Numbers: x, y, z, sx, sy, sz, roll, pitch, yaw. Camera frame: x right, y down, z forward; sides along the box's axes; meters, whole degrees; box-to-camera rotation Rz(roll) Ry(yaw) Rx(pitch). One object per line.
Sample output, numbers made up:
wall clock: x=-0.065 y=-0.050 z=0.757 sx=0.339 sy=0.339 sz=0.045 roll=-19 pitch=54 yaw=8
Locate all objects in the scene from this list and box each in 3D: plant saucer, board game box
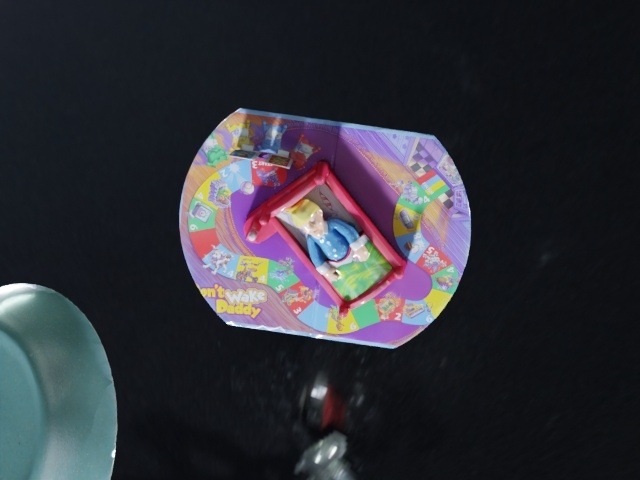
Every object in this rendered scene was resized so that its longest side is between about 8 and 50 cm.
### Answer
plant saucer: x=-0.127 y=0.074 z=0.603 sx=0.119 sy=0.021 sz=0.119 roll=-9 pitch=-105 yaw=37
board game box: x=0.000 y=0.000 z=0.901 sx=0.168 sy=0.033 sz=0.133 roll=9 pitch=-70 yaw=4
